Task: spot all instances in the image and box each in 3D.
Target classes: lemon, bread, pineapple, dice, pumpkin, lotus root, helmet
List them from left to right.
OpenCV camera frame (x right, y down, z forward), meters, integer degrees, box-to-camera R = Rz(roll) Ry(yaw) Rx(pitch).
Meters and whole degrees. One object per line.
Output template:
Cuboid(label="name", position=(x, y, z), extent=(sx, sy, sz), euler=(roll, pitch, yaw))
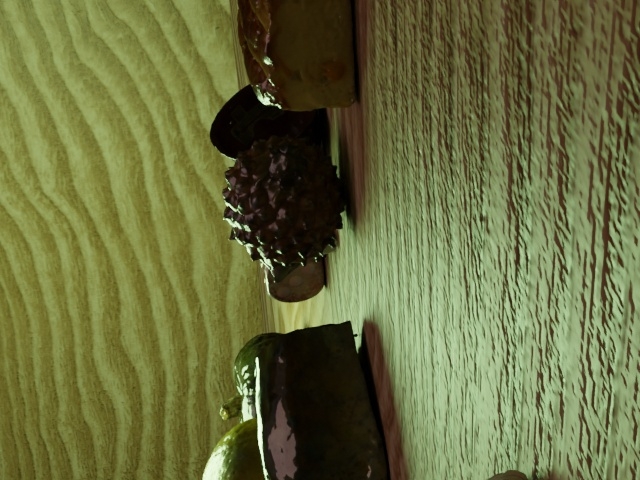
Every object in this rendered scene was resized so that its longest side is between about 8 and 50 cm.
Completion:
Cuboid(label="pumpkin", position=(-0.103, 0.317, 2.256), extent=(0.260, 0.189, 0.260), euler=(171, 90, -83))
Cuboid(label="lemon", position=(-0.085, 0.440, 2.018), extent=(0.267, 0.267, 0.267), euler=(172, 90, -84))
Cuboid(label="helmet", position=(-0.053, -0.137, 1.565), extent=(0.175, 0.155, 0.106), euler=(28, 160, 50))
Cuboid(label="pineapple", position=(-0.043, -0.054, 1.411), extent=(0.193, 0.166, 0.166), euler=(93, 167, -65))
Cuboid(label="bread", position=(-0.038, -0.267, 1.277), extent=(0.274, 0.114, 0.184), euler=(-111, 14, -57))
Cuboid(label="dice", position=(-0.045, 0.036, 1.799), extent=(0.094, 0.093, 0.091), euler=(-104, 8, -51))
Cuboid(label="lotus root", position=(-0.001, 0.278, 1.492), extent=(0.267, 0.149, 0.260), euler=(88, 173, -64))

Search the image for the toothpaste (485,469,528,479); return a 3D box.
Cuboid(label="toothpaste", position=(0.118, 0.184, 0.800), extent=(0.190, 0.031, 0.048), euler=(91, 167, -72))

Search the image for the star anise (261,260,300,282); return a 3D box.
Cuboid(label="star anise", position=(-0.066, -0.071, 1.712), extent=(0.198, 0.111, 0.257), euler=(113, 154, -47))

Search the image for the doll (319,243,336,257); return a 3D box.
Cuboid(label="doll", position=(-0.002, -0.006, 1.612), extent=(0.085, 0.040, 0.058), euler=(101, 148, -84))
